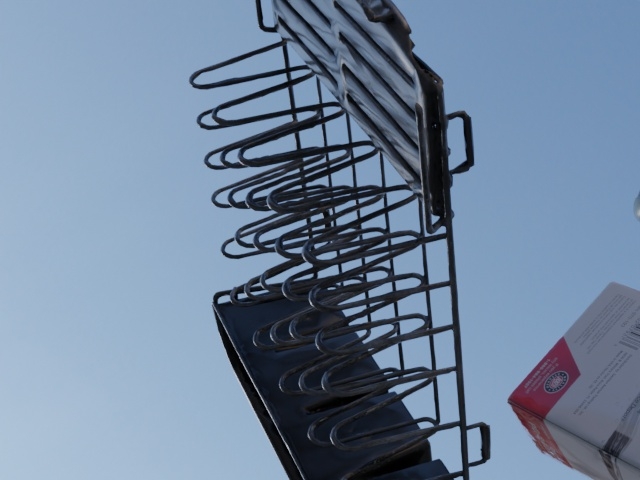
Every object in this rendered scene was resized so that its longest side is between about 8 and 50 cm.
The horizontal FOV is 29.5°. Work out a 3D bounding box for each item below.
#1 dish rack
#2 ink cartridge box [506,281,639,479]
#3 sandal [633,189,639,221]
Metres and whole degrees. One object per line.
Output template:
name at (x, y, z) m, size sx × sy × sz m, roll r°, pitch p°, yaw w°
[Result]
dish rack at (0.000, 0.000, 0.538) m, size 0.074 × 0.208 × 0.272 m, roll -18°, pitch -52°, yaw -15°
ink cartridge box at (0.205, 0.100, 0.717) m, size 0.109 × 0.150 × 0.063 m, roll -44°, pitch -54°, yaw -16°
sandal at (0.361, 0.037, 0.851) m, size 0.302 × 0.120 × 0.086 m, roll 20°, pitch -94°, yaw 23°
